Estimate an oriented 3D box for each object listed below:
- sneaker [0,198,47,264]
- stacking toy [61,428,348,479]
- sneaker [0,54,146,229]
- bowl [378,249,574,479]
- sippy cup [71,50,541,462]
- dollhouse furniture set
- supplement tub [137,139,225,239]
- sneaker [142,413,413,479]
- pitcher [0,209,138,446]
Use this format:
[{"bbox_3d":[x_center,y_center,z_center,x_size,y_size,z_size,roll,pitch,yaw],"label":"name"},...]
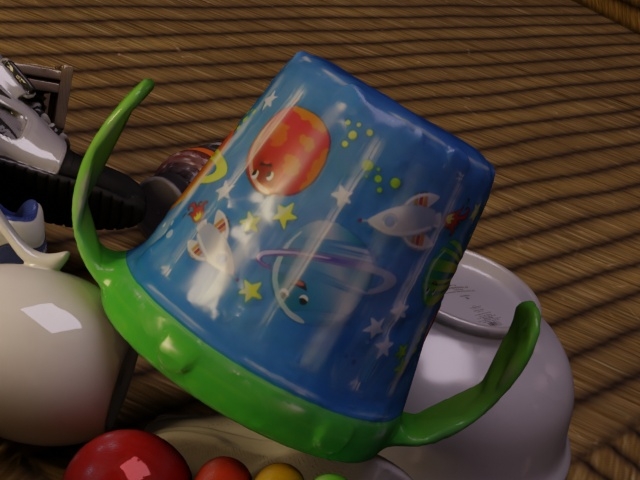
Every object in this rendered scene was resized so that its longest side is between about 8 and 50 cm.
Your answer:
[{"bbox_3d":[-0.344,-0.033,1.008,0.297,0.131,0.112,24,28,14],"label":"sneaker"},{"bbox_3d":[-0.010,0.201,0.796,0.330,0.141,0.141,16,26,7],"label":"stacking toy"},{"bbox_3d":[-0.294,-0.119,1.068,0.331,0.122,0.146,23,66,-10],"label":"sneaker"},{"bbox_3d":[0.102,0.092,1.061,0.298,0.134,0.298,15,26,-7],"label":"bowl"},{"bbox_3d":[0.000,0.000,0.859,0.305,0.224,0.240,23,12,-44],"label":"sippy cup"},{"bbox_3d":[-0.334,-0.122,1.229,0.129,0.128,0.184,8,4,-20],"label":"dollhouse furniture set"},{"bbox_3d":[-0.098,-0.048,1.229,0.106,0.106,0.198,31,29,24],"label":"supplement tub"},{"bbox_3d":[-0.029,0.163,0.909,0.212,0.080,0.094,15,15,-6],"label":"sneaker"},{"bbox_3d":[-0.232,0.047,0.877,0.207,0.177,0.125,18,3,1],"label":"pitcher"}]
